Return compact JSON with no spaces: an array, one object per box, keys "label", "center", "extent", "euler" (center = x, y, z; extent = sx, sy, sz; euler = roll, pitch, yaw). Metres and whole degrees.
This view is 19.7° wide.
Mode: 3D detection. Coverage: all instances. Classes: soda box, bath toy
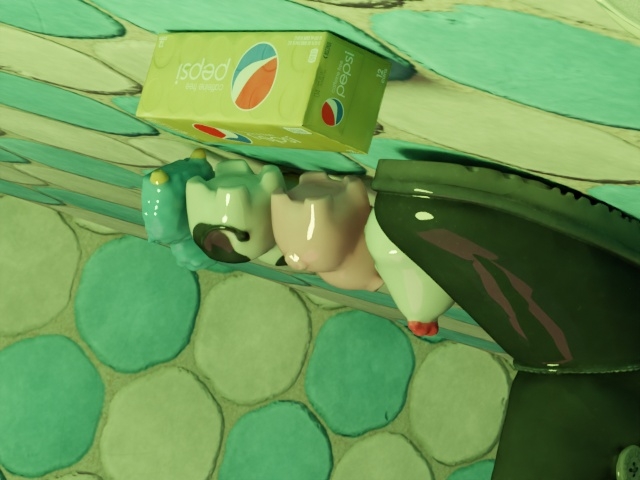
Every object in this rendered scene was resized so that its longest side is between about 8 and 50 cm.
[{"label":"soda box","center":[-0.040,-0.096,1.174],"extent":[0.058,0.061,0.181],"euler":[20,172,-39]},{"label":"bath toy","center":[0.000,0.000,1.655],"extent":[0.348,0.129,0.151],"euler":[12,-153,41]}]

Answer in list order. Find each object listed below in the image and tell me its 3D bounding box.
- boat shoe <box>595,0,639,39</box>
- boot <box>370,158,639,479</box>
[{"label":"boat shoe","center":[0.176,-0.081,0.613],"extent":[0.227,0.079,0.081],"euler":[22,178,34]},{"label":"boot","center":[0.151,0.190,1.466],"extent":[0.367,0.445,0.146],"euler":[19,173,-29]}]
